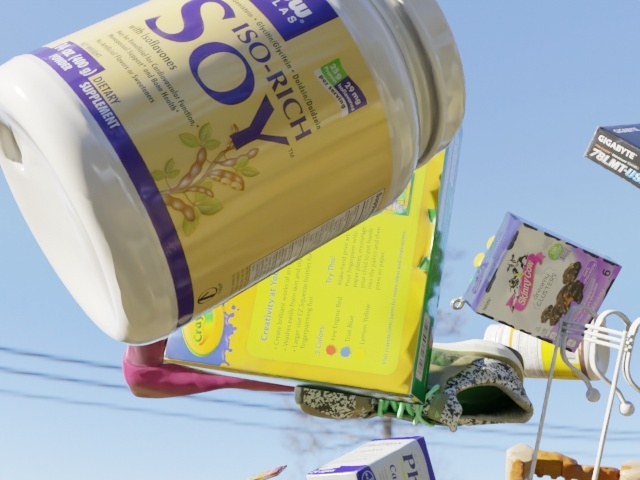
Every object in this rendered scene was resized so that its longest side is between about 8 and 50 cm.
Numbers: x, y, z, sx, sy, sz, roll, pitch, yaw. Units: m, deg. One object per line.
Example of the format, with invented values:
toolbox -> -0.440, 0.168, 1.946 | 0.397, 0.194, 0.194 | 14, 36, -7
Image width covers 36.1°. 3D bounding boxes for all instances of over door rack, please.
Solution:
over door rack -> 0.362, 0.253, 1.337 | 0.108, 0.324, 0.239 | 24, -3, -6

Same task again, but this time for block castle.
block castle -> 0.448, 0.598, 1.757 | 0.303, 0.453, 0.212 | 5, -57, 14

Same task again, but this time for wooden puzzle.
wooden puzzle -> -0.072, 0.299, 1.248 | 0.049, 0.006, 0.083 | -20, -6, 7

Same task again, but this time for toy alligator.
toy alligator -> 0.295, 0.056, 1.698 | 0.056, 0.189, 0.051 | 29, 13, -26

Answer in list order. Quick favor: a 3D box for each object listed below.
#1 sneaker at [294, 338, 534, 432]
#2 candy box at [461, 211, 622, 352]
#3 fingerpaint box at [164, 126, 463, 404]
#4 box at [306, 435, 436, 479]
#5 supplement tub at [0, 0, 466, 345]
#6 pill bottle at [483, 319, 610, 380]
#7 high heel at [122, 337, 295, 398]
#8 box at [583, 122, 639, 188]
sneaker -> 0.165, 0.243, 1.598 | 0.410, 0.158, 0.182 | -1, 15, -11
candy box -> 0.354, 0.068, 1.580 | 0.196, 0.164, 0.070 | 22, 12, -16
fingerpaint box -> 0.000, 0.000, 1.490 | 0.371, 0.444, 0.163 | 6, -14, 15
box -> 0.066, 0.289, 1.056 | 0.072, 0.126, 0.137 | -17, -3, 37
supplement tub -> -0.071, -0.091, 0.802 | 0.331, 0.241, 0.241 | -31, -8, -24
pill bottle -> 0.418, 0.199, 1.824 | 0.215, 0.117, 0.117 | -2, -18, 33
high heel -> -0.165, 0.236, 1.729 | 0.377, 0.127, 0.181 | 15, -52, 10
box -> 0.667, -0.116, 1.754 | 0.296, 0.293, 0.073 | -8, -50, -47
